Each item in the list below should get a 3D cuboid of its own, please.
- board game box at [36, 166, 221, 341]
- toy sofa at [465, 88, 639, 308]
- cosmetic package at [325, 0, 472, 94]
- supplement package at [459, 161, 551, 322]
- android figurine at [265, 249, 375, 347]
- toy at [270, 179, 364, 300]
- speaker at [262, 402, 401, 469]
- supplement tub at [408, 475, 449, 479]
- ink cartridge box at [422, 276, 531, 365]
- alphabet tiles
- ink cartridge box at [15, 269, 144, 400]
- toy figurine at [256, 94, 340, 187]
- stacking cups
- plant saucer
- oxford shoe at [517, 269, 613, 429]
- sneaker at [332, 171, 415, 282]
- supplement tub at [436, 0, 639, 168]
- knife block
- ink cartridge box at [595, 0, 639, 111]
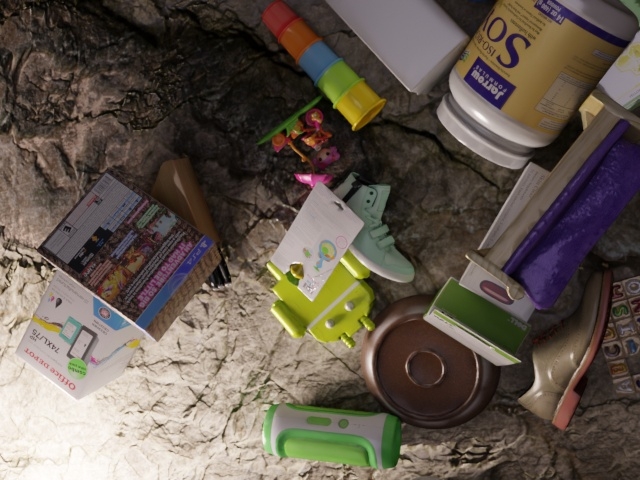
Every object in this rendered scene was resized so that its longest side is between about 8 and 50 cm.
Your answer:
[{"bbox_3d":[-0.399,0.031,1.662,0.291,0.141,0.232,35,76,9],"label":"board game box"},{"bbox_3d":[0.421,-0.058,1.325,0.177,0.150,0.362,38,96,10],"label":"toy sofa"},{"bbox_3d":[0.122,-0.468,1.539,0.365,0.197,0.155,46,107,3],"label":"cosmetic package"},{"bbox_3d":[0.398,0.001,1.512,0.145,0.204,0.262,30,97,9],"label":"supplement package"},{"bbox_3d":[0.006,0.116,1.746,0.248,0.056,0.273,-42,84,18],"label":"android figurine"},{"bbox_3d":[0.000,0.000,1.658,0.137,0.056,0.237,44,121,17],"label":"toy"},{"bbox_3d":[0.027,0.437,1.755,0.296,0.131,0.131,2,100,16],"label":"speaker"},{"bbox_3d":[0.238,0.697,1.700,0.193,0.193,0.316,11,102,15],"label":"supplement tub"},{"bbox_3d":[0.311,0.156,1.524,0.189,0.255,0.097,32,83,7],"label":"ink cartridge box"},{"bbox_3d":[0.666,0.186,1.584,0.198,0.009,0.237,-18,94,19],"label":"alphabet tiles"},{"bbox_3d":[-0.537,0.192,1.843,0.198,0.197,0.270,34,107,9],"label":"ink cartridge box"},{"bbox_3d":[-0.021,-0.198,1.682,0.173,0.130,0.159,-36,100,6],"label":"toy figurine"},{"bbox_3d":[0.004,-0.379,1.645,0.096,0.096,0.316,-41,85,18],"label":"stacking cups"},{"bbox_3d":[0.234,0.273,1.708,0.310,0.050,0.310,3,99,17],"label":"plant saucer"},{"bbox_3d":[0.493,0.210,1.578,0.130,0.123,0.348,21,106,22],"label":"oxford shoe"},{"bbox_3d":[0.125,-0.033,1.658,0.256,0.094,0.151,41,115,9],"label":"sneaker"},{"bbox_3d":[0.388,-0.324,1.443,0.241,0.241,0.331,37,119,8],"label":"supplement tub"},{"bbox_3d":[-0.285,-0.022,1.791,0.242,0.088,0.275,27,105,10],"label":"knife block"},{"bbox_3d":[0.576,-0.377,1.494,0.171,0.056,0.235,-35,90,19],"label":"ink cartridge box"}]
